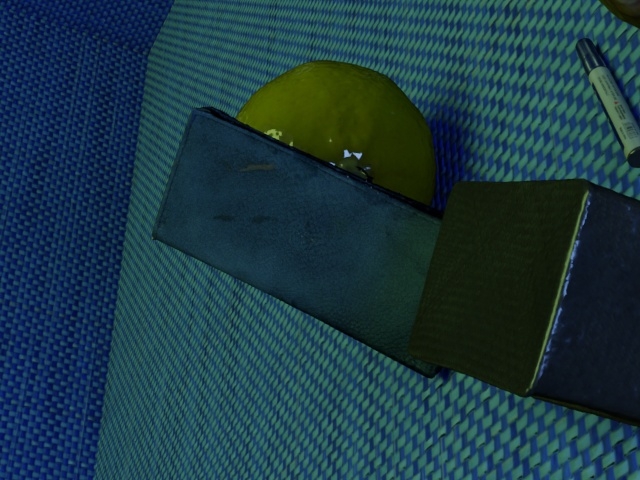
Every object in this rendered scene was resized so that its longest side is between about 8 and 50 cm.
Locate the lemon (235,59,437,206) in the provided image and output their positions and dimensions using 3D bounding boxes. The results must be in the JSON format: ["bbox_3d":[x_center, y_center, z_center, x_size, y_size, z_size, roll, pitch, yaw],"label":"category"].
[{"bbox_3d":[0.011,-0.089,1.545,0.293,0.293,0.293,-164,90,-71],"label":"lemon"}]

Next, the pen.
[{"bbox_3d":[0.280,-0.137,1.208,0.204,0.025,0.025,-99,31,-51],"label":"pen"}]

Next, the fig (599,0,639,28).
[{"bbox_3d":[0.292,-0.258,1.139,0.257,0.159,0.159,92,-169,-83],"label":"fig"}]

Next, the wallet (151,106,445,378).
[{"bbox_3d":[0.000,0.000,1.400,0.190,0.379,0.046,-68,-10,27],"label":"wallet"}]

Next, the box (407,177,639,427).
[{"bbox_3d":[0.205,0.052,1.095,0.273,0.143,0.184,-174,99,-72],"label":"box"}]
